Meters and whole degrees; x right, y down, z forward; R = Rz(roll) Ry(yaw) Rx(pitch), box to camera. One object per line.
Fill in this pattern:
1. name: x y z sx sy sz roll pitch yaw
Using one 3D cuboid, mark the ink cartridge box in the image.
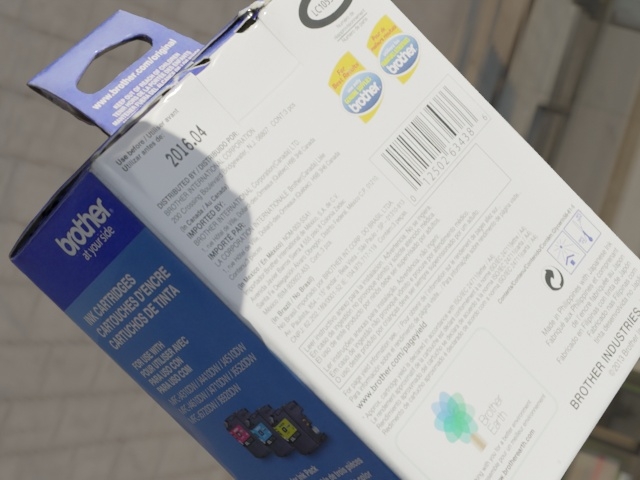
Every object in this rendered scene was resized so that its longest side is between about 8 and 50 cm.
1. ink cartridge box: 0.000 0.000 1.031 0.270 0.395 0.151 -48 -173 -39
